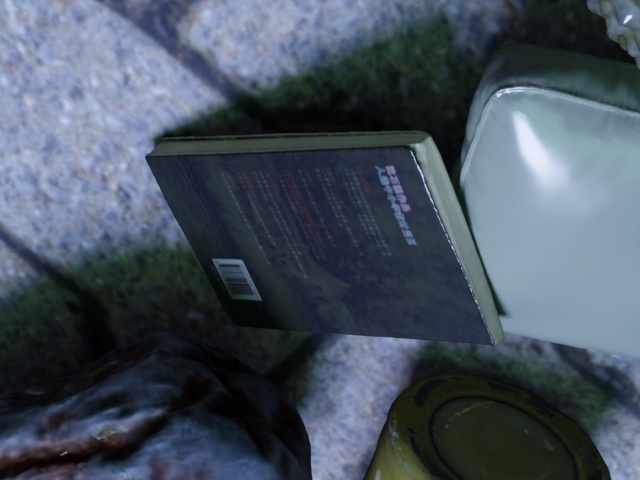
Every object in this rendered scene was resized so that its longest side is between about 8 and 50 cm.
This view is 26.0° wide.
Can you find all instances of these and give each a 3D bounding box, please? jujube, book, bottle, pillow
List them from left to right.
[{"bbox_3d":[-0.149,0.192,0.983,0.308,0.246,0.215,-20,94,28],"label":"jujube"},{"bbox_3d":[0.000,0.000,0.925,0.228,0.024,0.160,1,127,38],"label":"book"},{"bbox_3d":[0.081,0.283,1.075,0.171,0.171,0.351,16,123,-7],"label":"bottle"},{"bbox_3d":[0.233,-0.004,0.898,0.322,0.119,0.255,13,143,-3],"label":"pillow"}]

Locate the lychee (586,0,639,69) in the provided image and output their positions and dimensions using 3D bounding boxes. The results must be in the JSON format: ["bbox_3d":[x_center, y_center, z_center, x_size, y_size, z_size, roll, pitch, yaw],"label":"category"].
[{"bbox_3d":[0.268,-0.192,0.733,0.255,0.255,0.274,32,130,-15],"label":"lychee"}]
